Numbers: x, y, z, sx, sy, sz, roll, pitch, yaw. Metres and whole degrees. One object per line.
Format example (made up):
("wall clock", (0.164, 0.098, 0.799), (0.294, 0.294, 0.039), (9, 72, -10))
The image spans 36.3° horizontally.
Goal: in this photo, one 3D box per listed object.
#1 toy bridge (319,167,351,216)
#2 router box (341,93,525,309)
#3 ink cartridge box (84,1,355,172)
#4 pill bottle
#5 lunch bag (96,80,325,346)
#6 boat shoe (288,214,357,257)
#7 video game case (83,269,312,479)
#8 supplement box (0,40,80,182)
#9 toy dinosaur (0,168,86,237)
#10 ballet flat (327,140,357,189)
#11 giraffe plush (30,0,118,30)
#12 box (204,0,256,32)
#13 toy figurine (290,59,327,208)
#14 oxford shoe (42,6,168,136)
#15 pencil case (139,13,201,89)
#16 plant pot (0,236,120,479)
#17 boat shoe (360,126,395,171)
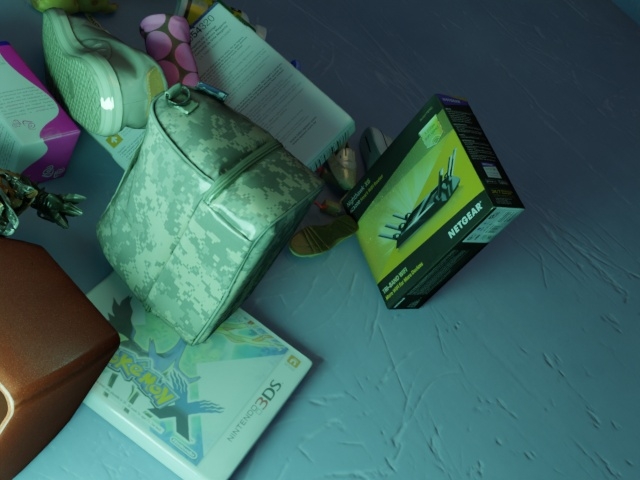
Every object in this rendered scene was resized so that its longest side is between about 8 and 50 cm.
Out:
("toy bridge", (0.030, -0.118, 1.886), (0.063, 0.026, 0.188), (18, 42, -19))
("router box", (0.184, -0.062, 1.695), (0.081, 0.309, 0.243), (2, 53, -37))
("ink cartridge box", (-0.168, -0.185, 1.644), (0.324, 0.071, 0.330), (-45, 74, -7))
("pill bottle", (-0.208, -0.429, 1.983), (0.184, 0.103, 0.103), (17, 43, -18))
("lunch bag", (-0.178, -0.045, 1.408), (0.256, 0.305, 0.212), (38, 39, 4))
("boat shoe", (-0.001, -0.002, 1.744), (0.153, 0.048, 0.056), (-28, 80, -39))
("video game case", (-0.208, 0.174, 1.431), (0.329, 0.036, 0.300), (36, 40, 4))
("supplement box", (-0.499, -0.201, 1.560), (0.111, 0.114, 0.220), (-22, 63, -45))
("toy dinosaur", (-0.462, -0.061, 1.350), (0.218, 0.164, 0.322), (38, 12, -35))
("ballet flat", (0.038, -0.173, 1.884), (0.057, 0.052, 0.168), (6, 46, -31))
("giraffe plush", (-0.460, -0.525, 1.864), (0.210, 0.170, 0.181), (38, 40, 6))
("box", (-0.214, -0.373, 1.893), (0.105, 0.043, 0.179), (40, 73, -8))
("toy figurine", (-0.060, -0.255, 1.804), (0.191, 0.217, 0.362), (9, 44, -17))
("oxford shoe", (-0.365, -0.278, 1.602), (0.130, 0.169, 0.449), (-13, 28, -26))
("pencil case", (-0.234, -0.261, 1.588), (0.095, 0.098, 0.209), (-6, 73, -23))
("plant pot", (-0.409, 0.144, 1.180), (0.267, 0.267, 0.236), (45, 30, 14))
("boat shoe", (0.136, -0.147, 1.938), (0.076, 0.083, 0.226), (14, 43, -20))
